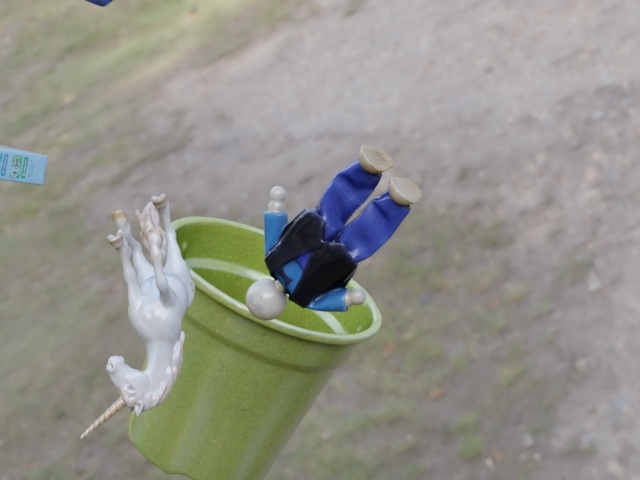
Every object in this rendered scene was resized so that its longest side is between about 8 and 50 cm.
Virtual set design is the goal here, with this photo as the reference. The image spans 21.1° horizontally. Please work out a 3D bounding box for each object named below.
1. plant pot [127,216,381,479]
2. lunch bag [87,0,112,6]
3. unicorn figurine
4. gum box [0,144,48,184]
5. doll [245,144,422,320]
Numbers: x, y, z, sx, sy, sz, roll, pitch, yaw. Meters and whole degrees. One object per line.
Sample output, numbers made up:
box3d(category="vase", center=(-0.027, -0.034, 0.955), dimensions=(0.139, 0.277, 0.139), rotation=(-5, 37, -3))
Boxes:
box3d(category="plant pot", center=(-0.104, 0.147, 2.039), dimensions=(0.276, 0.276, 0.254), rotation=(-106, 38, -66))
box3d(category="lunch bag", center=(-0.213, -0.260, 1.564), dimensions=(0.098, 0.067, 0.065), rotation=(24, 39, 25))
box3d(category="unicorn figurine", center=(-0.110, 0.040, 1.115), dimensions=(0.060, 0.111, 0.162), rotation=(-5, 22, 21))
box3d(category="gum box", center=(-0.457, -0.107, 2.113), dimensions=(0.157, 0.041, 0.184), rotation=(14, 5, 40))
box3d(category="doll", center=(0.000, 0.000, 1.492), dimensions=(0.189, 0.129, 0.046), rotation=(-47, -11, 25))
